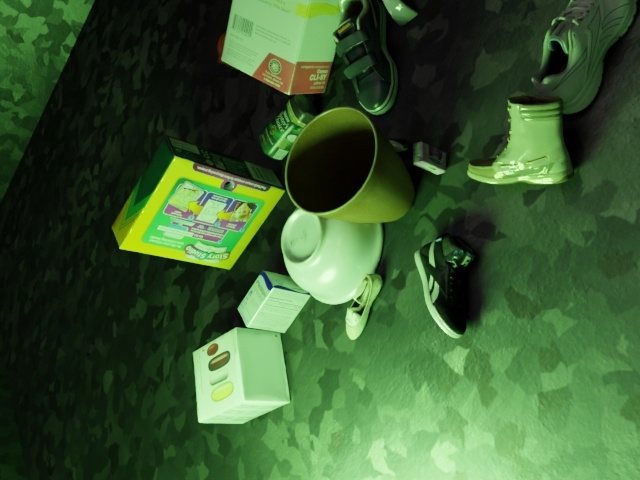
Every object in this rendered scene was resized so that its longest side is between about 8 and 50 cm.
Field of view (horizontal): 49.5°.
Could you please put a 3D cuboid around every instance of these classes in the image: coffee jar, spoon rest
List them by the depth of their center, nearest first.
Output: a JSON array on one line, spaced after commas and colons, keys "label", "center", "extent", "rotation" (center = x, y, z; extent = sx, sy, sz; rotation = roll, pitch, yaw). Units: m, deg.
[{"label": "spoon rest", "center": [0.174, -0.668, 1.719], "extent": [0.137, 0.084, 0.277], "rotation": [-29, 60, 39]}, {"label": "coffee jar", "center": [-0.086, -0.313, 1.903], "extent": [0.184, 0.079, 0.096], "rotation": [-43, 52, 31]}]

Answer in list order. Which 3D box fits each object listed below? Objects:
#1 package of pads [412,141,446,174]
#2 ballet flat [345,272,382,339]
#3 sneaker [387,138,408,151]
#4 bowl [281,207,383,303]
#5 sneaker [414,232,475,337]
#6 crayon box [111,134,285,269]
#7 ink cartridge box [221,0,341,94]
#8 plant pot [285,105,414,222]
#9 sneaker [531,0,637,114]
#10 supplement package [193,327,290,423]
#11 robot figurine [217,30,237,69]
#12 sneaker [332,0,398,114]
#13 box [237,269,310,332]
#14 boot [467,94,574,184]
[{"label": "package of pads", "center": [0.238, -0.180, 1.516], "extent": [0.032, 0.083, 0.050], "rotation": [-16, 65, 49]}, {"label": "ballet flat", "center": [0.088, 0.150, 1.609], "extent": [0.057, 0.052, 0.168], "rotation": [32, 103, 46]}, {"label": "sneaker", "center": [0.147, -0.205, 1.652], "extent": [0.161, 0.057, 0.075], "rotation": [10, 103, 47]}, {"label": "bowl", "center": [0.000, 0.000, 1.686], "extent": [0.297, 0.134, 0.298], "rotation": [-16, 68, 43]}, {"label": "sneaker", "center": [0.271, 0.078, 1.411], "extent": [0.121, 0.079, 0.217], "rotation": [-41, 51, 34]}, {"label": "crayon box", "center": [-0.329, -0.089, 1.891], "extent": [0.313, 0.362, 0.106], "rotation": [-52, 47, 24]}, {"label": "ink cartridge box", "center": [-0.083, -0.612, 1.812], "extent": [0.279, 0.160, 0.385], "rotation": [34, 122, 32]}, {"label": "plant pot", "center": [0.094, -0.132, 1.519], "extent": [0.237, 0.254, 0.237], "rotation": [-15, 65, 35]}, {"label": "sneaker", "center": [0.484, -0.387, 1.275], "extent": [0.111, 0.129, 0.297], "rotation": [22, 94, 50]}, {"label": "supplement package", "center": [-0.210, 0.354, 1.802], "extent": [0.203, 0.149, 0.194], "rotation": [-33, 57, 38]}, {"label": "robot figurine", "center": [-0.231, -0.591, 2.089], "extent": [0.219, 0.128, 0.158], "rotation": [-14, 66, 53]}, {"label": "sneaker", "center": [0.101, -0.466, 1.713], "extent": [0.126, 0.127, 0.321], "rotation": [-24, 64, 39]}, {"label": "box", "center": [-0.119, 0.158, 1.776], "extent": [0.137, 0.126, 0.072], "rotation": [-55, 44, 21]}, {"label": "boot", "center": [0.370, -0.193, 1.325], "extent": [0.213, 0.077, 0.165], "rotation": [6, 121, 42]}]
